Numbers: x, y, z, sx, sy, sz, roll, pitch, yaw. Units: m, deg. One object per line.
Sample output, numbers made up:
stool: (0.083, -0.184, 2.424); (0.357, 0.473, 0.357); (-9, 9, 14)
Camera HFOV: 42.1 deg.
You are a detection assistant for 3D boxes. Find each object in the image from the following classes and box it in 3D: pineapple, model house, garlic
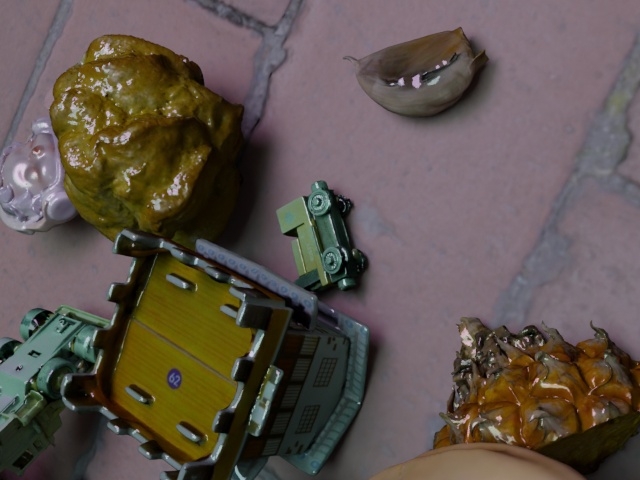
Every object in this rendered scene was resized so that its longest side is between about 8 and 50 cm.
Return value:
pineapple: (0.156, 0.126, 0.700); (0.250, 0.140, 0.164); (-29, 66, 31)
model house: (-0.100, 0.114, 0.823); (0.224, 0.215, 0.198); (23, 93, 35)
garlic: (0.094, -0.161, 0.833); (0.152, 0.066, 0.084); (-12, 49, 28)

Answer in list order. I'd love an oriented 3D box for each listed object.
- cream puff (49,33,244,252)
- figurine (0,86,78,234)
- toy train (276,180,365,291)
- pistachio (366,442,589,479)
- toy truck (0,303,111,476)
cream puff: (-0.185, -0.101, 0.917); (0.196, 0.244, 0.244); (7, 86, 22)
figurine: (-0.343, -0.096, 1.064); (0.237, 0.141, 0.162); (-28, 55, 29)
toy train: (0.000, 0.000, 0.875); (0.081, 0.050, 0.122); (-26, 70, 33)
pistachio: (0.103, 0.266, 0.565); (0.321, 0.229, 0.238); (-46, 61, 46)
toy truck: (-0.348, 0.202, 0.984); (0.128, 0.259, 0.135); (13, 131, 31)
